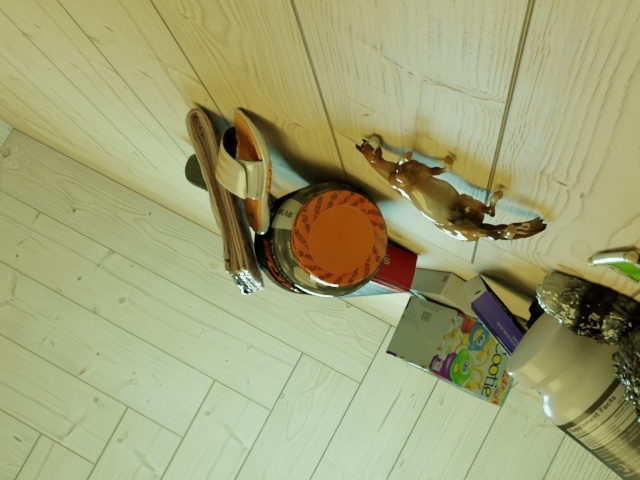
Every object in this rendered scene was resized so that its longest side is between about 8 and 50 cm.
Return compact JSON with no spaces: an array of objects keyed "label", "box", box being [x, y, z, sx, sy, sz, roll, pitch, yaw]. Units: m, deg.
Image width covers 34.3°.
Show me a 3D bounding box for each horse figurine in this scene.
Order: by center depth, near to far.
[{"label":"horse figurine","box":[0.172,-0.060,1.410,0.263,0.066,0.174,32,167,-10]}]

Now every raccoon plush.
[{"label":"raccoon plush","box":[0.488,0.269,1.569,0.446,0.299,0.216,22,171,42]}]

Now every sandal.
[{"label":"sandal","box":[-0.135,-0.098,1.774,0.102,0.076,0.265,49,153,38]},{"label":"sandal","box":[0.446,0.174,2.031,0.097,0.054,0.254,26,173,15]}]

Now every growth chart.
[{"label":"growth chart","box":[0.473,0.072,1.364,0.237,0.021,0.172,28,174,5]}]

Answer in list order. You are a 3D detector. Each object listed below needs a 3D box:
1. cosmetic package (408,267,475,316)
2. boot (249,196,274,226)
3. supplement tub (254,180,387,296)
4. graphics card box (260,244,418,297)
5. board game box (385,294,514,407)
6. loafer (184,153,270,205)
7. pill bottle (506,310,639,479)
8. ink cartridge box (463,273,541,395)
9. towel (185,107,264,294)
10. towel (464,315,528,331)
[{"label":"cosmetic package","box":[0.264,0.113,2.275,0.099,0.060,0.239,30,173,-15]},{"label":"boot","box":[-0.135,-0.051,2.524,0.263,0.091,0.229,28,172,-11]},{"label":"supplement tub","box":[0.000,0.000,1.907,0.207,0.207,0.338,30,172,-9]},{"label":"graphics card box","box":[0.028,0.048,2.292,0.233,0.094,0.371,20,167,-19]},{"label":"board game box","box":[0.302,0.247,2.294,0.275,0.142,0.144,29,172,-40]},{"label":"loafer","box":[-0.193,-0.125,2.308,0.251,0.094,0.087,35,-158,32]},{"label":"pill bottle","box":[0.513,0.272,1.771,0.363,0.210,0.210,39,173,0]},{"label":"ink cartridge box","box":[0.350,0.169,1.930,0.206,0.045,0.208,50,-169,-6]},{"label":"towel","box":[-0.180,-0.064,1.987,0.053,0.317,0.332,-15,170,-1]},{"label":"towel","box":[0.437,0.215,2.387,0.187,0.049,0.282,32,172,-22]}]
